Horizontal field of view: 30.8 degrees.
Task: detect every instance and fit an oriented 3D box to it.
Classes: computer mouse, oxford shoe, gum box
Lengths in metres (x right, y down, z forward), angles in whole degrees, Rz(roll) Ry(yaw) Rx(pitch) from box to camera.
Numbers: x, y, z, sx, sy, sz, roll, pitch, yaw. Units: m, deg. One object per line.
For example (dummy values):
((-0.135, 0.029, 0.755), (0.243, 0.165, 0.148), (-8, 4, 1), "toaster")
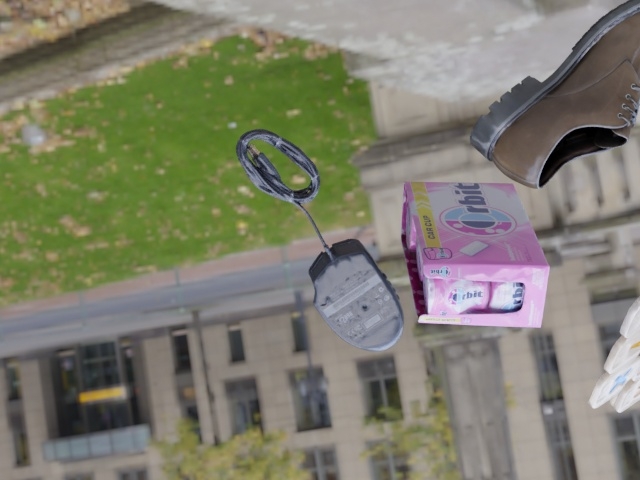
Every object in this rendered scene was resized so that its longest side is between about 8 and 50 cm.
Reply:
((0.000, 0.000, 1.070), (0.071, 0.242, 0.041), (-31, -169, 2), "computer mouse")
((0.243, -0.124, 0.982), (0.227, 0.096, 0.083), (-41, 153, -2), "oxford shoe")
((0.135, 0.011, 1.052), (0.107, 0.062, 0.188), (1, -154, -2), "gum box")

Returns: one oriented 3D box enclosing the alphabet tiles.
((0.395, 0.067, 1.252), (0.278, 0.021, 0.284), (-26, 143, -32), "alphabet tiles")
